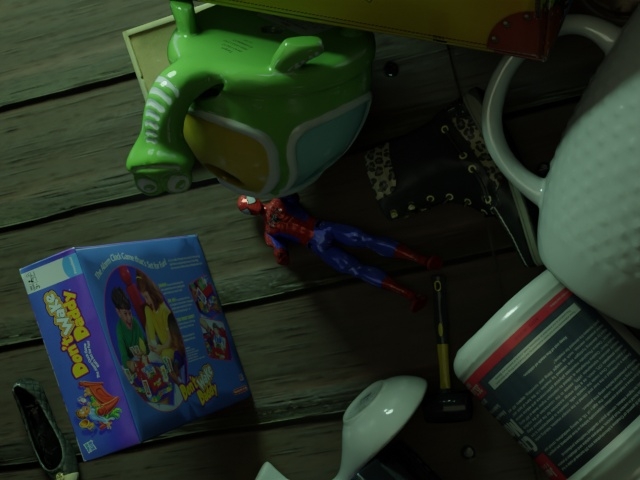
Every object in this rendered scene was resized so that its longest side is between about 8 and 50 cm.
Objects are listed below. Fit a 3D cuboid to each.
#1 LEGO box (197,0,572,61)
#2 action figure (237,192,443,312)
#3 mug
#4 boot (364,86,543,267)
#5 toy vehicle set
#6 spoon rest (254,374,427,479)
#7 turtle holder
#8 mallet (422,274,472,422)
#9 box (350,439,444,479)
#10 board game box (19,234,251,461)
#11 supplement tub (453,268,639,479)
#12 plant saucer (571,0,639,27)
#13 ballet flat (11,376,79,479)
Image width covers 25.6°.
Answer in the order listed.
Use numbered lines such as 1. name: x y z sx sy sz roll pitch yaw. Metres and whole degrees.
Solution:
1. LEGO box: 0.028 -0.428 1.492 0.500 0.193 0.372 13 138 17
2. action figure: 0.000 0.000 1.771 0.280 0.139 0.091 24 99 22
3. mug: 0.359 -0.103 1.578 0.374 0.276 0.328 33 109 7
4. boot: 0.171 -0.051 1.745 0.178 0.085 0.236 -25 79 19
5. toy vehicle set: -0.111 -0.233 1.834 0.267 0.035 0.166 -15 98 18
6. spoon rest: 0.037 0.262 1.792 0.276 0.137 0.084 -37 101 30
7. turtle holder: -0.067 -0.162 1.657 0.243 0.320 0.227 9 122 10
8. mallet: 0.165 0.138 1.782 0.062 0.039 0.189 3 90 19
9. box: 0.065 0.352 1.731 0.108 0.207 0.153 43 104 11
10. board game box: -0.216 0.120 1.737 0.078 0.347 0.233 -20 86 18
11. supplement tub: 0.308 0.182 1.654 0.191 0.191 0.272 -45 79 14
12. plant saucer: 0.373 -0.332 1.695 0.168 0.029 0.168 1 92 17
13. ballet flat: -0.387 0.273 1.953 0.057 0.049 0.173 -28 84 18
